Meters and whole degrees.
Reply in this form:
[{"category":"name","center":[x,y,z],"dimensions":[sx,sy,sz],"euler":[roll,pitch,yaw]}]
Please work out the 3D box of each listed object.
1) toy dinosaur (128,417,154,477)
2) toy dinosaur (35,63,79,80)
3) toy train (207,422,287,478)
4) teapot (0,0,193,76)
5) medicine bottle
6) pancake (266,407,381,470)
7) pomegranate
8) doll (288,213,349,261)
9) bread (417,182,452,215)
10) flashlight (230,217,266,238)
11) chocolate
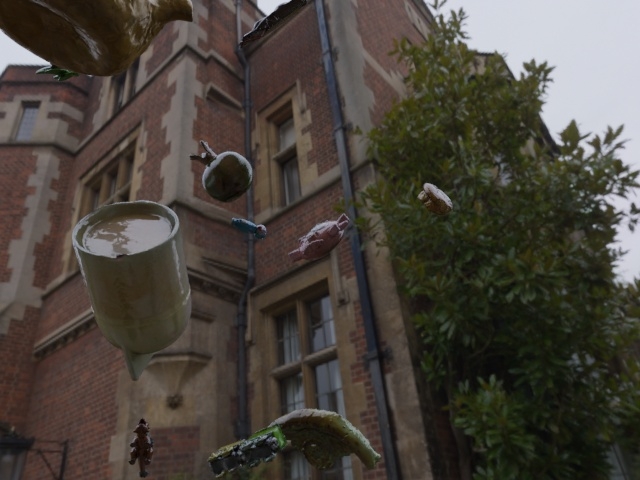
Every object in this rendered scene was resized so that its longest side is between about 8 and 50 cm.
[{"category":"toy dinosaur","center":[-0.395,0.463,1.108],"dimensions":[0.049,0.055,0.154],"euler":[2,-73,-11]},{"category":"toy dinosaur","center":[-0.694,-0.523,1.316],"dimensions":[0.194,0.152,0.177],"euler":[1,-46,24]},{"category":"toy train","center":[-0.162,0.464,1.100],"dimensions":[0.202,0.060,0.081],"euler":[-30,-6,27]},{"category":"teapot","center":[-0.315,-0.328,0.625],"dimensions":[0.311,0.167,0.203],"euler":[19,-17,-11]},{"category":"medicine bottle","center":[-0.444,0.132,1.243],"dimensions":[0.235,0.236,0.406],"euler":[-2,-55,-7]},{"category":"pancake","center":[0.001,0.619,1.532],"dimensions":[0.376,0.198,0.054],"euler":[3,10,26]},{"category":"pomegranate","center":[-0.338,-0.236,1.698],"dimensions":[0.224,0.181,0.181],"euler":[40,-45,-5]},{"category":"doll","center":[0.000,0.000,1.523],"dimensions":[0.211,0.093,0.262],"euler":[-35,1,17]},{"category":"bread","center":[0.251,-0.088,1.099],"dimensions":[0.083,0.081,0.046],"euler":[36,-69,-20]},{"category":"flashlight","center":[-0.247,-0.042,1.726],"dimensions":[0.129,0.051,0.051],"euler":[18,-38,-18]},{"category":"chocolate","center":[-0.084,-0.437,0.979],"dimensions":[0.182,0.086,0.028],"euler":[-42,-77,-10]}]
